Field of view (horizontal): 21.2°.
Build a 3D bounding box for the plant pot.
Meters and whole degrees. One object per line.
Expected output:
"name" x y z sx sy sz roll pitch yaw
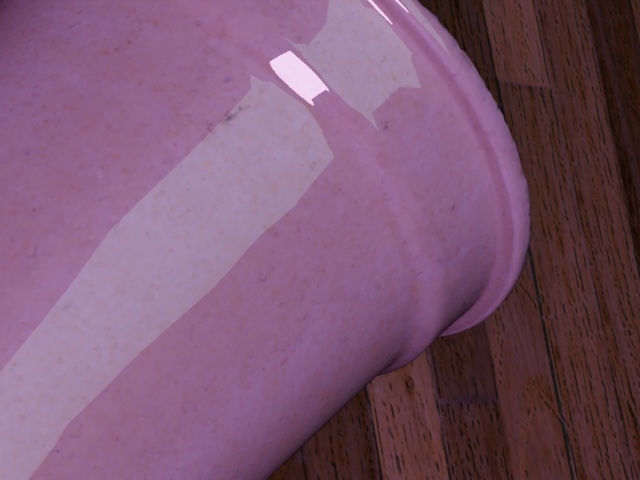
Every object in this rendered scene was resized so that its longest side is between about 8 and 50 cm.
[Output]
"plant pot" -0.117 0.027 0.847 0.334 0.334 0.305 50 60 -15
